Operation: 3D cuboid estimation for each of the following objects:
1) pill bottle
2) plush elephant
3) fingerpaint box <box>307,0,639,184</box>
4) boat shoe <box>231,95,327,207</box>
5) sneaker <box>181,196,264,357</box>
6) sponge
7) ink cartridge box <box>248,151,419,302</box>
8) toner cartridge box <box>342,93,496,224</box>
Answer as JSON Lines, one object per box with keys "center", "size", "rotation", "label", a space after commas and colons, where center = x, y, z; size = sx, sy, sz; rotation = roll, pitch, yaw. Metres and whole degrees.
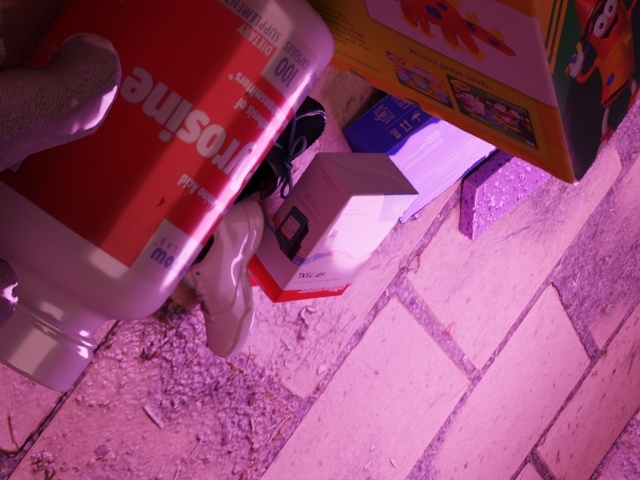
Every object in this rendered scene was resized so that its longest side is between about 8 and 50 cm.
{"center": [-0.186, -0.078, 1.204], "size": [0.408, 0.229, 0.229], "rotation": [-56, 150, -3], "label": "pill bottle"}
{"center": [-0.364, -0.072, 0.961], "size": [0.330, 0.255, 0.272], "rotation": [-19, 142, -57], "label": "plush elephant"}
{"center": [0.060, -0.289, 1.158], "size": [0.163, 0.444, 0.371], "rotation": [-52, 149, -13], "label": "fingerpaint box"}
{"center": [-0.076, -0.077, 1.502], "size": [0.258, 0.089, 0.109], "rotation": [-38, 144, -30], "label": "boat shoe"}
{"center": [-0.130, 0.047, 1.568], "size": [0.094, 0.080, 0.212], "rotation": [-13, 121, -36], "label": "sneaker"}
{"center": [0.296, -0.099, 2.082], "size": [0.210, 0.031, 0.117], "rotation": [-37, 144, -31], "label": "sponge"}
{"center": [0.000, 0.000, 1.628], "size": [0.134, 0.078, 0.231], "rotation": [-4, 138, -48], "label": "ink cartridge box"}
{"center": [0.202, -0.187, 1.744], "size": [0.347, 0.075, 0.165], "rotation": [-38, 148, -5], "label": "toner cartridge box"}
